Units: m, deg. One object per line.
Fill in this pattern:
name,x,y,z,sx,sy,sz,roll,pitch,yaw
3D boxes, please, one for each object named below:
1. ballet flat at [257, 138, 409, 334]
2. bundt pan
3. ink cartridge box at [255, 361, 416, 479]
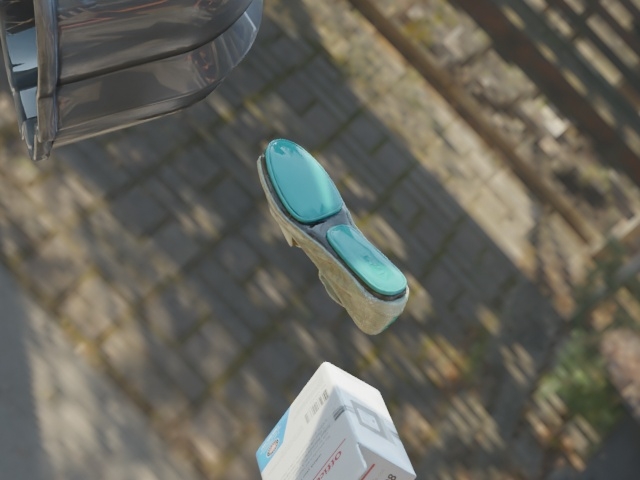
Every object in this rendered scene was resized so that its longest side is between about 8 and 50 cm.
ballet flat,0.000,0.000,1.348,0.057,0.052,0.168,-15,55,-36
bundt pan,-0.106,-0.210,0.942,0.124,0.331,0.331,-8,44,-13
ink cartridge box,0.012,0.186,1.476,0.060,0.104,0.180,32,14,-21
